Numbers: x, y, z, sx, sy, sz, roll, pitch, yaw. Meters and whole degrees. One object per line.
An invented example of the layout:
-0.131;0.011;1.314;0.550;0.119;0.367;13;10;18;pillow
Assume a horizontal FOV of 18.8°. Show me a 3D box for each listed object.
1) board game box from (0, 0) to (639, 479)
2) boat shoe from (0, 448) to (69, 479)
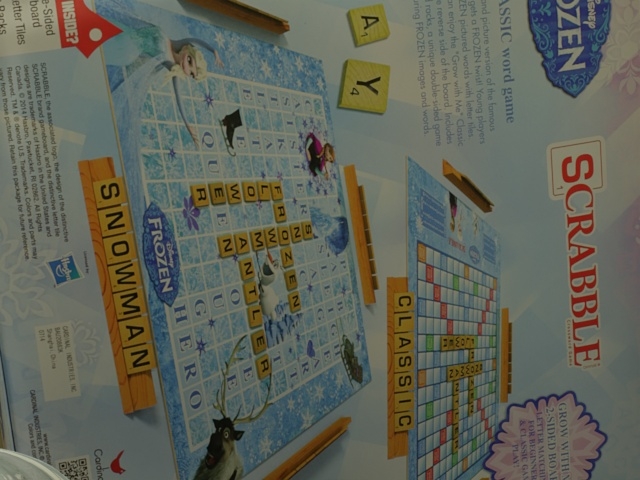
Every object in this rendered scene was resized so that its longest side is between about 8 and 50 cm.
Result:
0.000;0.000;0.899;0.318;0.318;0.066;-9;18;-13;board game box
-0.136;0.143;0.450;0.079;0.081;0.227;31;80;15;boat shoe
